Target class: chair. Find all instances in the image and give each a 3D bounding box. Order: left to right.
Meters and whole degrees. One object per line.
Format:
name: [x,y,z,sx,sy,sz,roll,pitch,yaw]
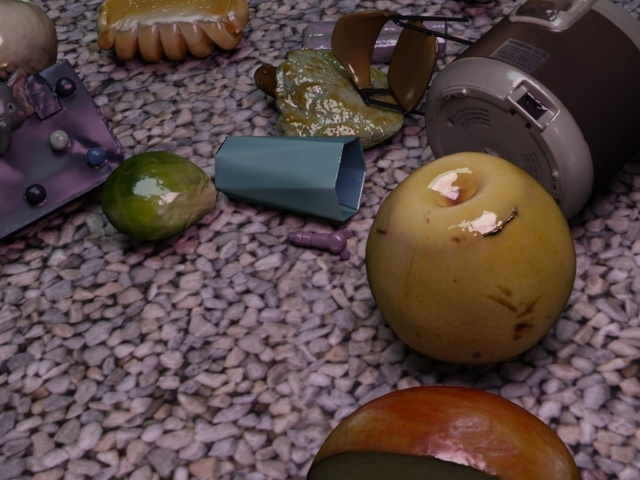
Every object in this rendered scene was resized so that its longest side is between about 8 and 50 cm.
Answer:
chair: [0.162,-0.321,1.816,0.247,0.159,0.172,1,37,-29]

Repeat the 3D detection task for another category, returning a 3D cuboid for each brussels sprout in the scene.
brussels sprout: [-0.272,-0.075,1.695,0.180,0.144,0.161,-13,20,-39]

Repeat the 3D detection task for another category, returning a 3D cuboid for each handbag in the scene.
handbag: [-0.524,-0.160,1.723,0.325,0.269,0.118,-35,8,-27]

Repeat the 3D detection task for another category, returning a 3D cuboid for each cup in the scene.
cup: [-0.056,-0.116,1.715,0.235,0.148,0.134,7,44,19]

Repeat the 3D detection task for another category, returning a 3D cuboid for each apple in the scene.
apple: [0.164,0.278,1.310,0.346,0.254,0.179,11,89,17]

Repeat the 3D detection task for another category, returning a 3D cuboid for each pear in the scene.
pear: [0.209,0.023,1.443,0.309,0.309,0.309,-3,45,3]

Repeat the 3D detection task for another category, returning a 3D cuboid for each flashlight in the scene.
flashlight: [0.000,0.000,1.667,0.110,0.052,0.031,7,11,21]

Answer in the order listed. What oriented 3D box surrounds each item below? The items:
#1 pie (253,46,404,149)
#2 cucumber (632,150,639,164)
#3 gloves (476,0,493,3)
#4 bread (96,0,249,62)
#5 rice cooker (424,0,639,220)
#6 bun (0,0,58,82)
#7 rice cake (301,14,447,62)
pie: [0.029,-0.262,1.873,0.257,0.105,0.274,-9,46,-17]
cucumber: [0.616,-0.195,1.756,0.193,0.086,0.115,-31,7,-21]
gloves: [0.336,-0.569,2.140,0.140,0.131,0.218,8,17,17]
bread: [-0.297,-0.438,2.066,0.311,0.121,0.173,-1,49,5]
rice cooker: [0.364,-0.224,1.639,0.335,0.335,0.325,32,60,31]
bun: [-0.646,-0.342,1.846,0.361,0.361,0.213,-27,91,-19]
rice cake: [0.109,-0.401,2.033,0.298,0.050,0.106,-2,46,3]
